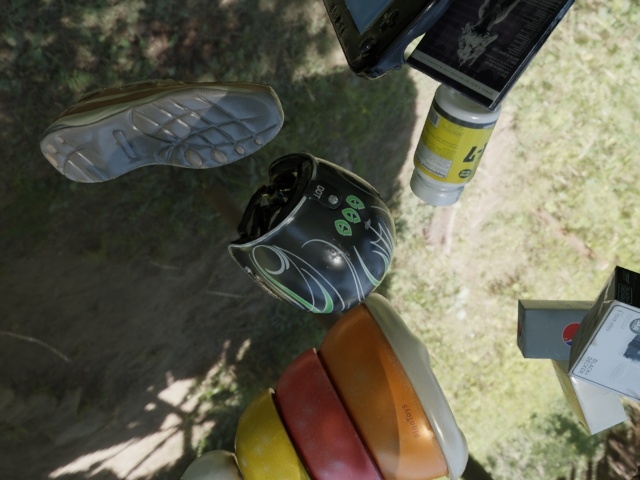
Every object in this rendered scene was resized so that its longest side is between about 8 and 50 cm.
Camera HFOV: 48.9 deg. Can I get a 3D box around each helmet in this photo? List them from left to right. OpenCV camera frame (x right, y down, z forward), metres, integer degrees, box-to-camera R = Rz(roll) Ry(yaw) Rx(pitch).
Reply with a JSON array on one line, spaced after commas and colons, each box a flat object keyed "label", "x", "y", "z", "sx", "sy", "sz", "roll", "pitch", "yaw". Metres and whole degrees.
[{"label": "helmet", "x": 0.000, "y": 0.000, "z": 0.762, "sx": 0.169, "sy": 0.169, "sz": 0.161, "roll": -44, "pitch": 120, "yaw": 10}]

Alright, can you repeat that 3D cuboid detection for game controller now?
[{"label": "game controller", "x": 0.080, "y": -0.336, "z": 0.928, "sx": 0.067, "sy": 0.319, "sz": 0.166, "roll": 22, "pitch": 122, "yaw": -27}]

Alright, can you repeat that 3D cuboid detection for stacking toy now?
[{"label": "stacking toy", "x": -0.027, "y": 0.330, "z": 1.209, "sx": 0.480, "sy": 0.350, "sz": 0.350, "roll": -25, "pitch": 160, "yaw": -4}]

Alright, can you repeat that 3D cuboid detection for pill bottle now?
[{"label": "pill bottle", "x": 0.235, "y": -0.171, "z": 1.266, "sx": 0.119, "sy": 0.119, "sz": 0.208, "roll": -27, "pitch": 146, "yaw": -36}]

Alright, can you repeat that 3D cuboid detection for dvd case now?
[{"label": "dvd case", "x": 0.229, "y": -0.289, "z": 0.905, "sx": 0.018, "sy": 0.164, "sz": 0.221, "roll": 27, "pitch": 102, "yaw": -49}]

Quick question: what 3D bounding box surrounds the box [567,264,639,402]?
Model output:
[{"label": "box", "x": 0.532, "y": 0.169, "z": 1.018, "sx": 0.087, "sy": 0.290, "sz": 0.169, "roll": -57, "pitch": 164, "yaw": -49}]

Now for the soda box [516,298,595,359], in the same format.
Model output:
[{"label": "soda box", "x": 0.516, "y": 0.165, "z": 1.307, "sx": 0.287, "sy": 0.097, "sz": 0.091, "roll": 0, "pitch": -172, "yaw": 7}]

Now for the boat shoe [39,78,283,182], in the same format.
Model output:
[{"label": "boat shoe", "x": -0.207, "y": -0.166, "z": 0.922, "sx": 0.325, "sy": 0.116, "sz": 0.123, "roll": -5, "pitch": 137, "yaw": 10}]

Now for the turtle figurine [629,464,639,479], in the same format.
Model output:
[{"label": "turtle figurine", "x": 0.524, "y": 0.401, "z": 1.080, "sx": 0.176, "sy": 0.118, "sz": 0.234, "roll": -2, "pitch": 142, "yaw": -13}]

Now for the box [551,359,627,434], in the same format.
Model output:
[{"label": "box", "x": 0.618, "y": 0.336, "z": 1.637, "sx": 0.091, "sy": 0.170, "sz": 0.130, "roll": -25, "pitch": -163, "yaw": 2}]
